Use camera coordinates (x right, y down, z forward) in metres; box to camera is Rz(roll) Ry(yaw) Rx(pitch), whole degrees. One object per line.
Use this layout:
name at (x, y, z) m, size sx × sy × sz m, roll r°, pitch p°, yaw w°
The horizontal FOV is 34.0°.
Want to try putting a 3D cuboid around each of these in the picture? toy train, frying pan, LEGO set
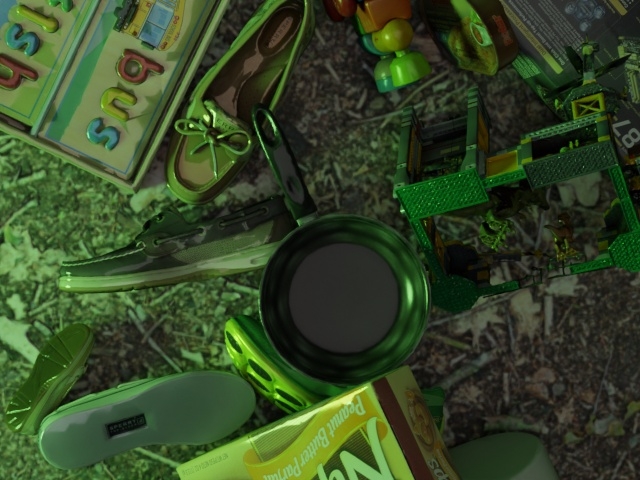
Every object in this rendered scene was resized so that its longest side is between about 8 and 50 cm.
toy train at (0.083, -0.238, 1.171) m, size 0.105 × 0.248 × 0.143 m, roll -22°, pitch 100°, yaw -3°
frying pan at (-0.019, 0.023, 1.206) m, size 0.326 × 0.053 × 0.197 m, roll 44°, pitch 90°, yaw 2°
LEGO set at (0.238, -0.076, 1.232) m, size 0.331 × 0.192 × 0.255 m, roll -21°, pitch 125°, yaw 26°

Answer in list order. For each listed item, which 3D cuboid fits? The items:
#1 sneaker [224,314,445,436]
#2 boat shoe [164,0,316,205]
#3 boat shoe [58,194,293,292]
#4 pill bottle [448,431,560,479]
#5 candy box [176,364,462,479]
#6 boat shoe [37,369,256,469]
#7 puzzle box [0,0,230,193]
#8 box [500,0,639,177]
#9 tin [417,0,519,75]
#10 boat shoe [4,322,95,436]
sneaker at (0.018, 0.165, 1.279) m, size 0.295 × 0.109 × 0.123 m, roll 28°, pitch 65°, yaw -3°
boat shoe at (-0.099, -0.172, 1.235) m, size 0.104 × 0.089 × 0.285 m, roll 28°, pitch 92°, yaw -7°
boat shoe at (-0.170, 0.005, 1.242) m, size 0.285 × 0.103 × 0.092 m, roll -9°, pitch 90°, yaw -8°
pill bottle at (0.249, 0.445, 1.246) m, size 0.224 × 0.224 × 0.392 m, roll -24°, pitch 96°, yaw -3°
candy box at (-0.002, 0.283, 1.181) m, size 0.316 × 0.087 × 0.183 m, roll -29°, pitch 83°, yaw 33°
boat shoe at (-0.210, 0.202, 1.257) m, size 0.258 × 0.084 × 0.095 m, roll -7°, pitch 101°, yaw -17°
puzzle box at (-0.248, -0.291, 1.218) m, size 0.272 × 0.052 × 0.409 m, roll 25°, pitch 93°, yaw -11°
box at (0.356, -0.321, 1.262) m, size 0.318 × 0.097 × 0.395 m, roll -43°, pitch 96°, yaw -2°
tin at (0.168, -0.249, 1.205) m, size 0.040 × 0.189 × 0.106 m, roll -35°, pitch 112°, yaw -5°
boat shoe at (-0.319, 0.169, 1.267) m, size 0.056 × 0.048 × 0.153 m, roll 30°, pitch 86°, yaw 38°
